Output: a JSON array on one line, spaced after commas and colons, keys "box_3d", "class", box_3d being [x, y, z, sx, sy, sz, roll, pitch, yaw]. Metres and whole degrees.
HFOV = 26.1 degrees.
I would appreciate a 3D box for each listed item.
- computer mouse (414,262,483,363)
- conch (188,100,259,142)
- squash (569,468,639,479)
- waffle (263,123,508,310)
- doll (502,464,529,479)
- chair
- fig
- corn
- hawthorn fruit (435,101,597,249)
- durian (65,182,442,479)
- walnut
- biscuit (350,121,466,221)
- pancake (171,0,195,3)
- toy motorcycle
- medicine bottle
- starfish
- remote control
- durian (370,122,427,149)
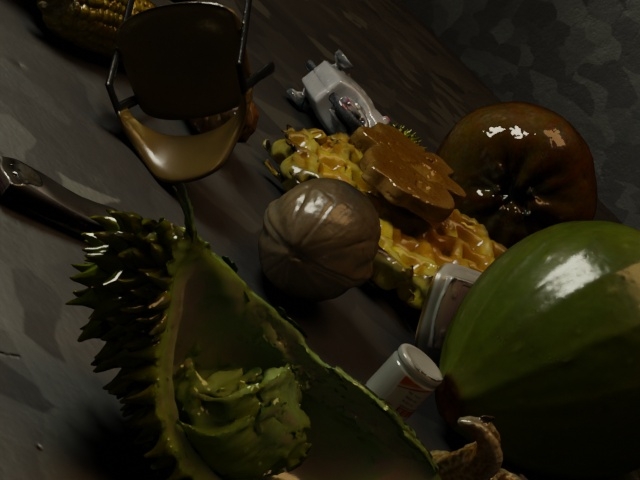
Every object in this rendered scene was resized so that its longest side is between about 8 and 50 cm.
[{"box_3d": [0.192, 0.102, 1.709, 0.056, 0.126, 0.245, 15, -1, 42], "class": "computer mouse"}, {"box_3d": [-0.140, -0.174, 1.772, 0.080, 0.086, 0.233, -17, 34, -24], "class": "conch"}, {"box_3d": [0.349, 0.297, 1.645, 0.087, 0.087, 0.331, 29, 20, -35], "class": "squash"}, {"box_3d": [0.103, -0.022, 1.892, 0.379, 0.095, 0.382, 49, 21, 29], "class": "waffle"}, {"box_3d": [0.267, 0.325, 1.336, 0.257, 0.117, 0.182, 40, 22, 0], "class": "doll"}, {"box_3d": [-0.150, -0.195, 1.596, 0.247, 0.159, 0.172, -77, 156, -62], "class": "chair"}, {"box_3d": [0.272, 0.134, 1.556, 0.316, 0.316, 0.316, 37, 17, -14], "class": "fig"}, {"box_3d": [-0.257, -0.275, 1.728, 0.097, 0.097, 0.262, 50, 19, 28], "class": "corn"}, {"box_3d": [0.310, -0.098, 2.220, 0.268, 0.268, 0.301, 39, 17, -8], "class": "hawthorn fruit"}, {"box_3d": [-0.063, 0.109, 1.050, 0.355, 0.169, 0.157, 49, 11, -26], "class": "durian"}, {"box_3d": [-0.001, -0.001, 1.524, 0.140, 0.140, 0.162, 38, 14, -9], "class": "walnut"}, {"box_3d": [0.120, -0.089, 1.901, 0.184, 0.035, 0.249, 31, 20, -8], "class": "biscuit"}, {"box_3d": [-0.354, -0.400, 1.769, 0.427, 0.067, 0.305, 14, 10, -40], "class": "pancake"}, {"box_3d": [0.042, -0.201, 2.205, 0.171, 0.110, 0.260, 51, 4, -26], "class": "toy motorcycle"}, {"box_3d": [0.076, 0.153, 1.395, 0.057, 0.089, 0.057, 37, 17, -14], "class": "medicine bottle"}, {"box_3d": [0.047, 0.173, 1.202, 0.375, 0.094, 0.327, 27, -9, -36], "class": "starfish"}, {"box_3d": [-0.216, -0.023, 1.302, 0.212, 0.028, 0.059, 27, 23, -39], "class": "remote control"}, {"box_3d": [0.121, -0.119, 2.128, 0.215, 0.100, 0.086, 34, 26, -45], "class": "durian"}]
